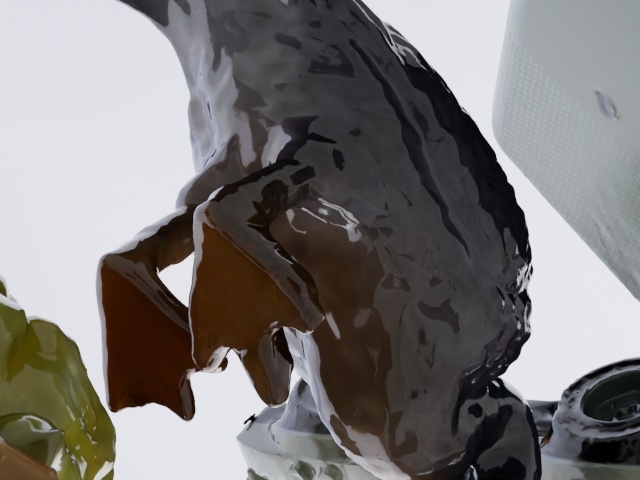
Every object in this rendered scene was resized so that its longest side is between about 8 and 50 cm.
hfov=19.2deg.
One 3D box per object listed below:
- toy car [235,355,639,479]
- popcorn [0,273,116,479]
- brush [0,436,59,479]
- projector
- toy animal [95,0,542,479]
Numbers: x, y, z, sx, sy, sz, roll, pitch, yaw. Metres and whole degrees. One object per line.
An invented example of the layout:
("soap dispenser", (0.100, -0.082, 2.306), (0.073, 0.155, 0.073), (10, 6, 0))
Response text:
("toy car", (0.086, 0.153, 0.883), (0.118, 0.301, 0.193), (-45, -55, -43))
("popcorn", (-0.174, 0.104, 0.570), (0.249, 0.225, 0.249), (1, -94, -18))
("brush", (-0.037, 0.137, 0.526), (0.314, 0.017, 0.090), (35, -108, -25))
("projector", (0.185, -0.104, 0.782), (0.177, 0.242, 0.163), (-33, -115, -18))
("toy animal", (0.000, 0.000, 0.707), (0.185, 0.122, 0.298), (-8, -106, -48))
